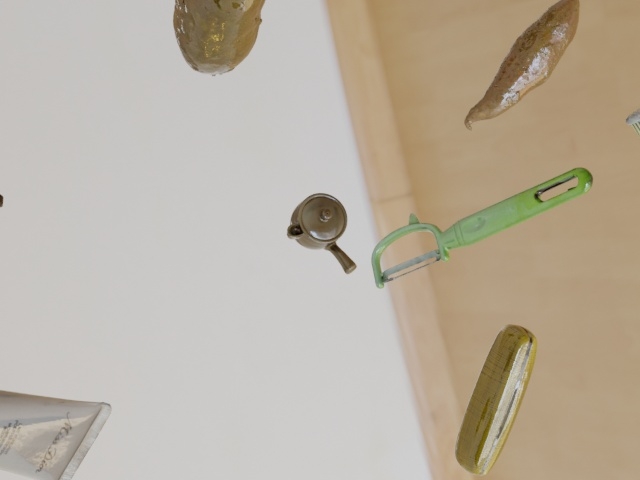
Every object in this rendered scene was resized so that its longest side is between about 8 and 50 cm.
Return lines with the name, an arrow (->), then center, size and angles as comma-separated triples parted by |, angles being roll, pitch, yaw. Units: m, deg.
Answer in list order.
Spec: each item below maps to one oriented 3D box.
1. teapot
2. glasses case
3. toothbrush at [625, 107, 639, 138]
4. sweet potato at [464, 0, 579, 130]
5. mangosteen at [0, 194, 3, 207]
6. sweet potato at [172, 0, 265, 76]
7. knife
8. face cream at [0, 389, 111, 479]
teapot -> 0.000, 0.000, 1.983 | 0.110, 0.085, 0.080 | 60, 157, 4
glasses case -> 0.262, 0.239, 2.352 | 0.079, 0.064, 0.234 | 37, 109, 63
toothbrush -> 0.462, -0.186, 1.607 | 0.375, 0.028, 0.037 | -28, 97, 45
sweet potato -> 0.243, -0.207, 1.857 | 0.060, 0.206, 0.068 | 42, 175, -3
mangosteen -> -0.443, -0.063, 1.543 | 0.359, 0.306, 0.306 | -16, 88, 32
sweet potato -> -0.157, -0.366, 2.442 | 0.158, 0.158, 0.369 | 61, 149, 30
knife -> 0.132, -0.020, 1.319 | 0.212, 0.015, 0.054 | -24, 61, 26
face cream -> -0.428, 0.251, 2.103 | 0.089, 0.314, 0.143 | 36, 101, 41
